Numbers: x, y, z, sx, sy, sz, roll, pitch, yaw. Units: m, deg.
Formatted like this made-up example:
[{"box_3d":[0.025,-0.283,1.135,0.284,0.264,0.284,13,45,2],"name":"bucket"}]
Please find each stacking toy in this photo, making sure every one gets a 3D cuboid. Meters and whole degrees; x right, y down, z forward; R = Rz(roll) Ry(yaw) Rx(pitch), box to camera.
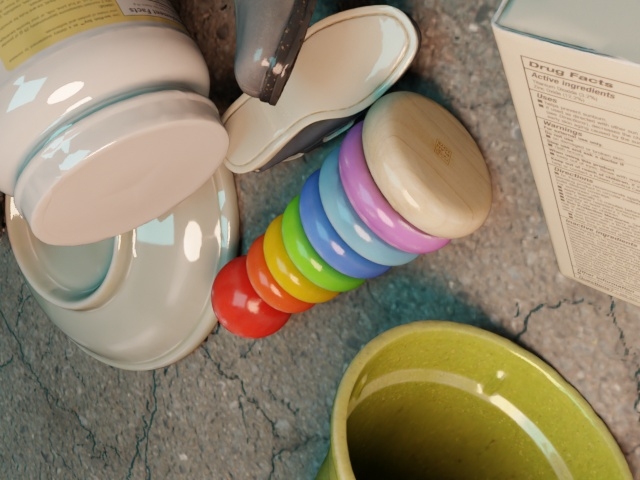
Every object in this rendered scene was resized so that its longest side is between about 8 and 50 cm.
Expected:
[{"box_3d":[0.000,0.000,0.840,0.330,0.141,0.141,-35,77,39],"name":"stacking toy"}]

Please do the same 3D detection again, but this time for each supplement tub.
[{"box_3d":[-0.256,-0.187,0.856,0.241,0.241,0.331,-40,73,34],"name":"supplement tub"}]

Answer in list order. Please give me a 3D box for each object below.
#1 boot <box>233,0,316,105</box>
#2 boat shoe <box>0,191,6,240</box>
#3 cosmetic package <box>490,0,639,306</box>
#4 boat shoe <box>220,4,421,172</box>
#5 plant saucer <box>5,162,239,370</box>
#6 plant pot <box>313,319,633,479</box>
[{"box_3d":[-0.112,-0.281,0.754,0.118,0.222,0.338,128,148,-61],"name":"boot"},{"box_3d":[-0.458,-0.019,1.109,0.320,0.118,0.103,-171,81,-64],"name":"boat shoe"},{"box_3d":[0.225,-0.059,0.548,0.160,0.309,0.113,24,73,30],"name":"cosmetic package"},{"box_3d":[0.004,-0.139,0.839,0.254,0.079,0.095,-36,78,37],"name":"boat shoe"},{"box_3d":[-0.276,-0.030,1.050,0.400,0.100,0.401,6,101,35],"name":"plant saucer"},{"box_3d":[0.086,0.253,0.755,0.276,0.276,0.254,49,134,19],"name":"plant pot"}]
